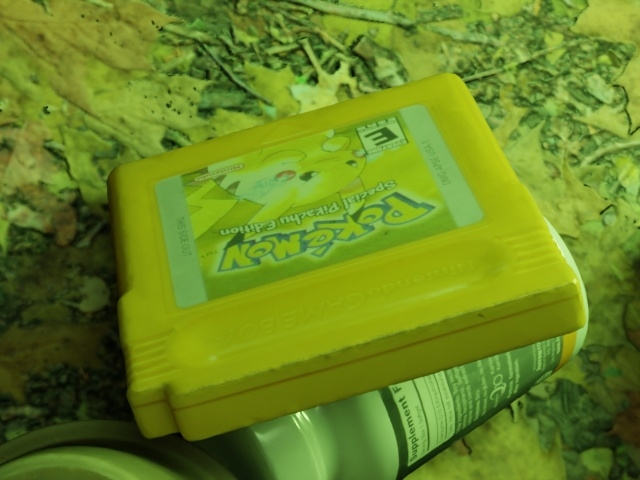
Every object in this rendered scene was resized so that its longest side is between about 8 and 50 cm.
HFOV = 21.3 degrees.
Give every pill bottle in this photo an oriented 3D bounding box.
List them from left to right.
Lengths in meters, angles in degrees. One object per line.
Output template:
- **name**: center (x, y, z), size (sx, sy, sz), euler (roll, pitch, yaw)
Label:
- **pill bottle**: center (0.043, 0.082, 1.211), size (0.278, 0.162, 0.162), euler (-31, 75, -25)

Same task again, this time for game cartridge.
- **game cartridge**: center (0.000, 0.000, 1.155), size (0.285, 0.053, 0.324), euler (-16, 28, -2)

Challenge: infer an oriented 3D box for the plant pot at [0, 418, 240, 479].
- **plant pot**: center (-0.148, 0.222, 1.017), size (0.263, 0.229, 0.263), euler (0, 73, 0)
